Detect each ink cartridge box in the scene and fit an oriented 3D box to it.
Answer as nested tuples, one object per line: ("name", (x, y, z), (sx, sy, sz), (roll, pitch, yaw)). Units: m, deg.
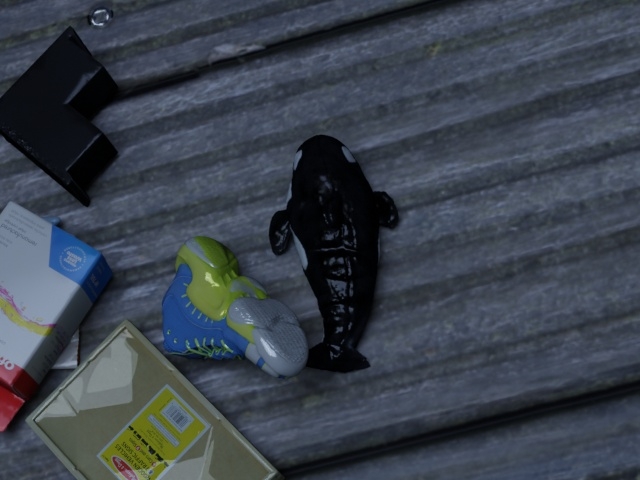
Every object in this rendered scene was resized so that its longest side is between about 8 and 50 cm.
("ink cartridge box", (-0.362, 0.089, 1.661), (0.134, 0.078, 0.231), (28, 74, 12))

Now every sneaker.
("sneaker", (-0.103, 0.104, 1.606), (0.126, 0.091, 0.240), (-58, 42, 18))

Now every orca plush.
("orca plush", (0.000, 0.000, 1.626), (0.151, 0.102, 0.287), (5, 70, 15))

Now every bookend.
("bookend", (-0.300, -0.154, 1.774), (0.156, 0.072, 0.157), (37, 80, 22))

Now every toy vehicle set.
("toy vehicle set", (-0.188, 0.234, 1.614), (0.166, 0.035, 0.267), (-45, 66, -6))

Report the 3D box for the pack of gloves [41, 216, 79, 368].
("pack of gloves", (-0.401, 0.069, 1.735), (0.232, 0.046, 0.195), (-2, 69, 1))
